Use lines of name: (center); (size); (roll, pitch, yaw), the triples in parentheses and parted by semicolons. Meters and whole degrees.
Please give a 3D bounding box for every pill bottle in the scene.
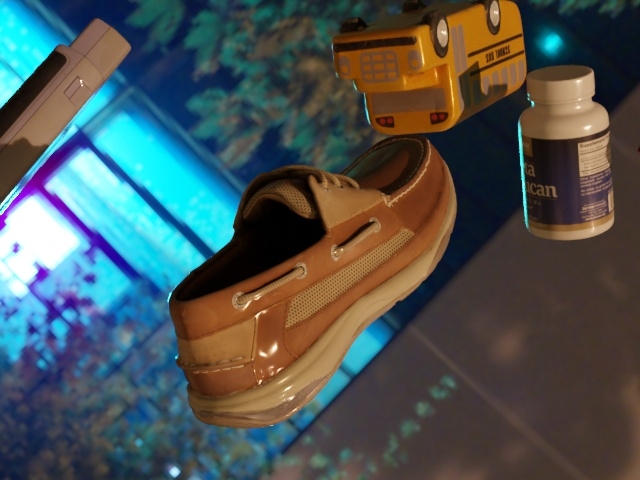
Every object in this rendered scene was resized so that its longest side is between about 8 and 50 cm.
pill bottle: (0.256, -0.093, 1.563); (0.094, 0.094, 0.169); (19, -58, 53)

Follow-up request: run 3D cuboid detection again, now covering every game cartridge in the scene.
game cartridge: (-0.313, -0.036, 1.332); (0.068, 0.355, 0.230); (36, -40, -6)

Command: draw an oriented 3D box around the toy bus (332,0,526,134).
toy bus: (0.128, -0.200, 1.656); (0.108, 0.332, 0.130); (-1, -76, 25)

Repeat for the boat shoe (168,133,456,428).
boat shoe: (0.000, 0.000, 1.088); (0.123, 0.324, 0.116); (-6, -61, 35)

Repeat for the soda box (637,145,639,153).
soda box: (0.462, -0.085, 1.518); (0.263, 0.083, 0.092); (12, -25, 48)
